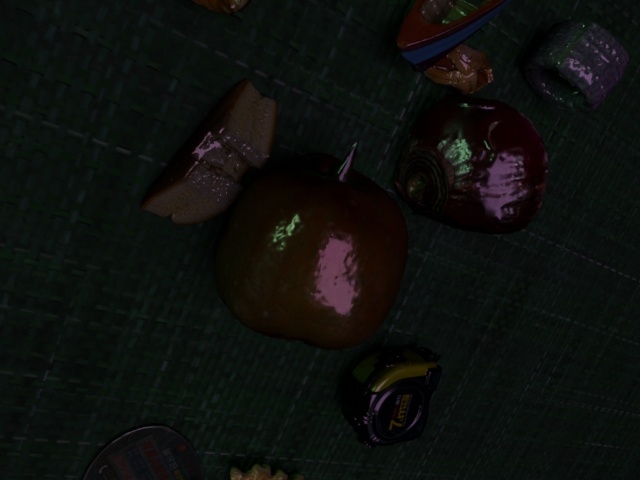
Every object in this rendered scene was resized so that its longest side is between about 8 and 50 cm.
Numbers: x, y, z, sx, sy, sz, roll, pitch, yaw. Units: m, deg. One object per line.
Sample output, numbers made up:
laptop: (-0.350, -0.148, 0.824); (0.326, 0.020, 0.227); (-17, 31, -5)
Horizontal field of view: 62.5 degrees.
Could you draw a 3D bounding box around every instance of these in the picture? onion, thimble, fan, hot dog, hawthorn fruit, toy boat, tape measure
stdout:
onion: (0.267, -0.128, 0.868); (0.216, 0.207, 0.206); (-11, 117, -28)
thimble: (0.437, -0.297, 0.911); (0.150, 0.150, 0.097); (38, 91, -32)
fan: (-0.332, 0.451, 0.920); (0.294, 0.012, 0.223); (-47, 124, -1)
hot dog: (0.233, -0.284, 0.869); (0.169, 0.061, 0.078); (8, 105, -28)
hawthorn fruit: (0.000, 0.000, 0.758); (0.268, 0.268, 0.300); (17, 102, -30)
toy boat: (0.255, -0.400, 0.807); (0.392, 0.136, 0.079); (-46, 153, -8)
tape measure: (0.129, 0.296, 1.020); (0.186, 0.112, 0.199); (4, 102, -34)

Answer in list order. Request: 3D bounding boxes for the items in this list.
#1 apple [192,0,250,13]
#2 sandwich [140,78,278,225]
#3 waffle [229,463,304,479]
apple: (-0.123, -0.368, 0.624); (0.158, 0.147, 0.156); (37, 124, -22)
sandwich: (-0.143, -0.112, 0.742); (0.090, 0.088, 0.244); (38, 91, -35)
waffle: (-0.155, 0.534, 1.006); (0.250, 0.056, 0.261); (22, 99, -33)
